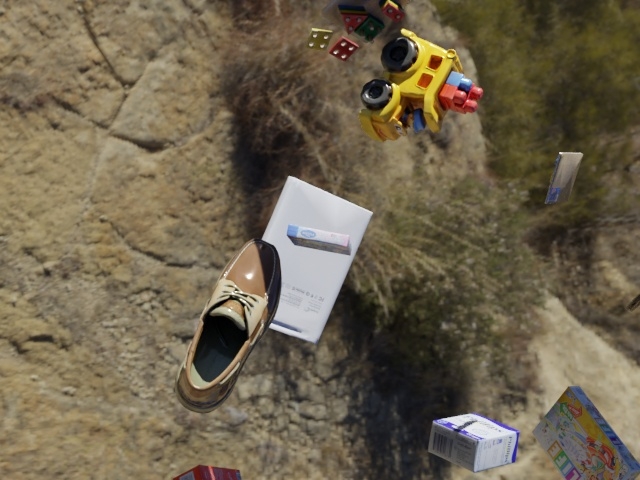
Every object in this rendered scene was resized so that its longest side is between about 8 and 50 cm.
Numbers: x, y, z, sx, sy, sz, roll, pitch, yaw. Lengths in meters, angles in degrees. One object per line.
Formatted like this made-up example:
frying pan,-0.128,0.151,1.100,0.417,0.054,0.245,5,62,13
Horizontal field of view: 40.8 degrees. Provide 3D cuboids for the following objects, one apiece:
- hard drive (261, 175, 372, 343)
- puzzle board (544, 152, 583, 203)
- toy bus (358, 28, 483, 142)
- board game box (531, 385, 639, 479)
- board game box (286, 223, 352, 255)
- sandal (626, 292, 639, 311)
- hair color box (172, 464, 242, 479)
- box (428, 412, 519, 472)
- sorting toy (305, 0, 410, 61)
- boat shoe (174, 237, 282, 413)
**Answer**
hard drive,-0.042,0.051,2.078,0.233,0.047,0.353,23,91,-25
puzzle board,0.454,-0.118,1.607,0.128,0.011,0.096,-8,116,-56
toy bus,0.212,-0.292,1.761,0.220,0.211,0.149,-61,155,-7
board game box,0.380,0.301,1.235,0.026,0.103,0.154,7,34,-32
board game box,0.000,0.000,1.267,0.090,0.090,0.020,57,43,-79
sandal,0.686,0.086,1.636,0.060,0.219,0.090,63,21,14
hair color box,-0.224,0.489,1.728,0.141,0.072,0.043,29,35,-55
box,0.316,0.413,1.768,0.137,0.126,0.072,1,99,-41
sorting toy,0.088,-0.450,1.708,0.132,0.274,0.046,22,40,-40
boat shoe,-0.148,0.139,1.478,0.122,0.120,0.324,20,65,0
